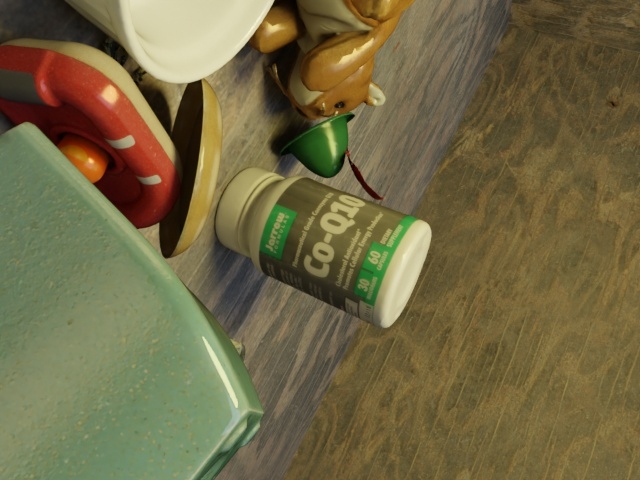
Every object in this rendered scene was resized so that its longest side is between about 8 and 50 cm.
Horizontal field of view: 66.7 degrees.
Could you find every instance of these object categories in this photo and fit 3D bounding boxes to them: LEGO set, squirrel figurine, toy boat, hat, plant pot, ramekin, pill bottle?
[{"bbox_3d":[-0.238,-0.222,0.586,0.054,0.023,0.083,-54,169,-26],"label":"LEGO set"},{"bbox_3d":[0.060,-0.391,0.801,0.397,0.281,0.370,-57,163,-20],"label":"squirrel figurine"},{"bbox_3d":[-0.246,-0.077,0.499,0.231,0.151,0.151,71,34,-59],"label":"toy boat"},{"bbox_3d":[0.031,-0.140,0.992,0.173,0.183,0.208,-28,-177,21],"label":"hat"},{"bbox_3d":[-0.169,-0.092,0.628,0.032,0.236,0.236,8,108,-27],"label":"plant pot"},{"bbox_3d":[-0.142,-0.311,0.475,0.277,0.135,0.277,-55,173,-10],"label":"ramekin"},{"bbox_3d":[-0.188,0.119,0.391,0.248,0.252,0.247,-49,168,-17],"label":"plant pot"},{"bbox_3d":[0.000,0.000,0.901,0.204,0.361,0.204,-51,154,-38],"label":"pill bottle"}]

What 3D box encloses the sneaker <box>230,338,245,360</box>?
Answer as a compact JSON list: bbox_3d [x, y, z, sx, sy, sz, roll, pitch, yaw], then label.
[{"bbox_3d":[-0.275,0.215,0.816,0.297,0.129,0.111,-7,121,-46],"label":"sneaker"}]
